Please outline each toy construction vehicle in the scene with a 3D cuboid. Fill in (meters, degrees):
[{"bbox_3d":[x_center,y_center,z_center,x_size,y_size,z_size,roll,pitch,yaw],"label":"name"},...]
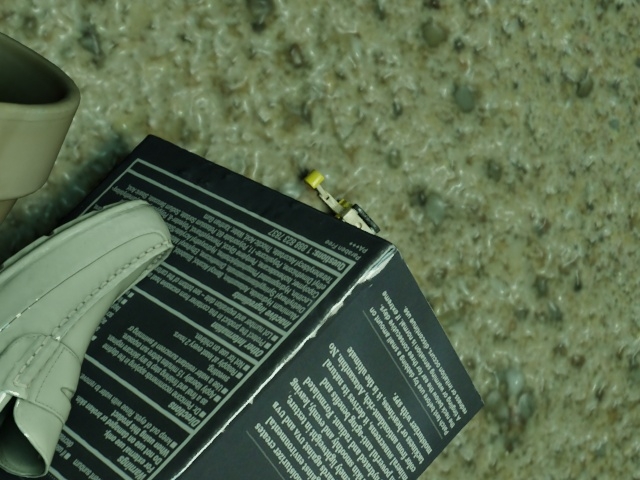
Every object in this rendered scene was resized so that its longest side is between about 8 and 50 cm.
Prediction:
[{"bbox_3d":[0.000,0.000,1.197,0.086,0.035,0.098,-47,112,-4],"label":"toy construction vehicle"}]

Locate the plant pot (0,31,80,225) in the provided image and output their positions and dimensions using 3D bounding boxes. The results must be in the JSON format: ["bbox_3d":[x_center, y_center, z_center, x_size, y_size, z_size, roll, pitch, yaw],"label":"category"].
[{"bbox_3d":[-0.346,-0.018,0.876,0.323,0.323,0.280,13,106,-29],"label":"plant pot"}]

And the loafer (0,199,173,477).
[{"bbox_3d":[-0.198,0.096,0.856,0.111,0.112,0.319,44,63,5],"label":"loafer"}]

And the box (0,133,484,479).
[{"bbox_3d":[-0.105,0.115,0.985,0.294,0.296,0.182,-45,130,-17],"label":"box"}]
